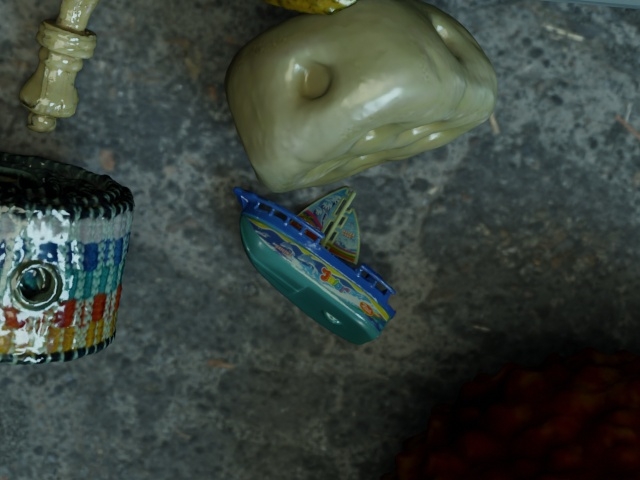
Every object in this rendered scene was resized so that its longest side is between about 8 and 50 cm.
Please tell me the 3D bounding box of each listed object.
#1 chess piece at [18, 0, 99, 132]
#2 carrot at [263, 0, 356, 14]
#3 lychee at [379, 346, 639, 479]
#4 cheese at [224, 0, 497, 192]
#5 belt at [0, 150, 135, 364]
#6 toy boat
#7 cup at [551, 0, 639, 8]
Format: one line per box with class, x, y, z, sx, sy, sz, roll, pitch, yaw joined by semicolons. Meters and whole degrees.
chess piece;-0.206;-0.168;1.123;0.060;0.060;0.172;18;105;-9
carrot;-0.102;-0.233;1.023;0.314;0.066;0.066;28;106;27
lychee;0.270;0.296;1.102;0.499;0.424;0.425;17;106;20
cheese;0.029;-0.116;1.083;0.218;0.235;0.117;-16;86;-23
belt;-0.301;0.015;1.091;0.295;0.207;0.161;7;103;-5
toy boat;0.000;0.000;1.186;0.175;0.091;0.110;37;66;-10
cup;0.147;-0.285;0.980;0.326;0.323;0.237;5;106;-8
